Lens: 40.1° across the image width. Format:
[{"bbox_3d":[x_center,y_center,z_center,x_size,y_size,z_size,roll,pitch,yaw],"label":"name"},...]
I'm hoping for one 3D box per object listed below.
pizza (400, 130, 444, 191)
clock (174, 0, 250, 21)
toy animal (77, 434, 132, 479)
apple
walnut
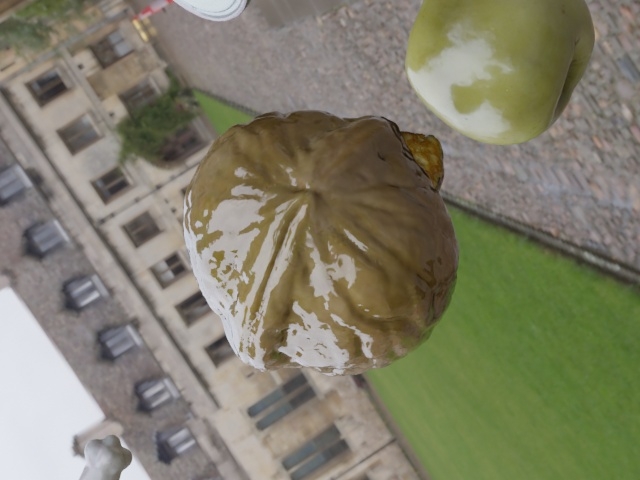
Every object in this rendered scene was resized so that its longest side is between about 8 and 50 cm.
[{"bbox_3d":[0.117,-0.098,1.152,0.099,0.036,0.160,26,-143,-3],"label":"pizza"},{"bbox_3d":[-0.177,-0.377,1.078,0.244,0.056,0.244,32,153,19],"label":"clock"},{"bbox_3d":[-0.255,0.318,0.809,0.140,0.138,0.283,171,102,-67],"label":"toy animal"},{"bbox_3d":[0.255,-0.264,1.245,0.262,0.262,0.262,57,175,7],"label":"apple"},{"bbox_3d":[0.000,0.000,0.675,0.228,0.228,0.228,57,175,7],"label":"walnut"}]
